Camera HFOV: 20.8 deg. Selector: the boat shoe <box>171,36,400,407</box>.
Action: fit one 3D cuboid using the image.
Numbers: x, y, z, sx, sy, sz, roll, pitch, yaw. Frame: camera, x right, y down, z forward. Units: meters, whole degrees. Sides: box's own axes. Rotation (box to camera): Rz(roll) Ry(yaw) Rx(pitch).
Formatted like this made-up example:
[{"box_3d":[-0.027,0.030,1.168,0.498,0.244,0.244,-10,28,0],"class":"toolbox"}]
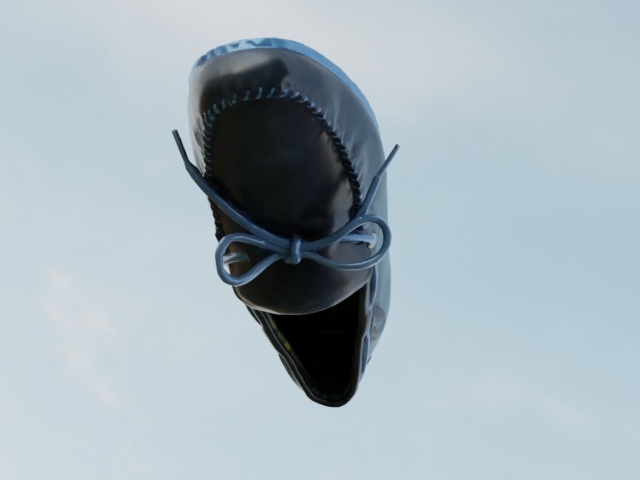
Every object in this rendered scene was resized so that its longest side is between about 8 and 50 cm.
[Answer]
[{"box_3d":[0.000,0.000,0.887,0.109,0.089,0.258,-10,-34,13],"class":"boat shoe"}]
